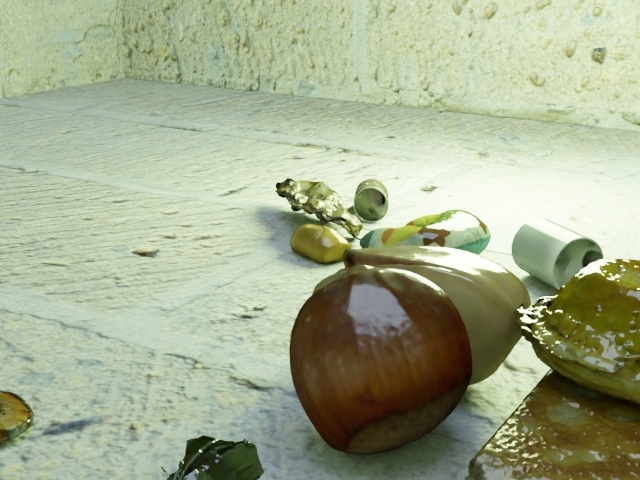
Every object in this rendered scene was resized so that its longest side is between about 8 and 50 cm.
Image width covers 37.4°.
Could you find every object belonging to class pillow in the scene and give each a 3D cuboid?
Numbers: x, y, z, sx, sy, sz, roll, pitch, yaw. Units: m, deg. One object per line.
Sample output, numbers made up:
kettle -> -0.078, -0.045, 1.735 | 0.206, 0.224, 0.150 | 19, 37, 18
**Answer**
pillow -> 0.188, -0.002, 1.698 | 0.233, 0.086, 0.214 | -17, 14, -37

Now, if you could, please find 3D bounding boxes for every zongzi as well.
zongzi -> -0.135, 0.237, 0.967 | 0.119, 0.055, 0.109 | 1, 15, 42

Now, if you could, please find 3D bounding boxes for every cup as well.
cup -> 0.096, -0.074, 1.949 | 0.074, 0.102, 0.099 | 39, 15, -7
cup -> 0.400, 0.038, 1.573 | 0.099, 0.136, 0.133 | -39, 26, -8

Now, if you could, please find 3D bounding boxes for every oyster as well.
oyster -> -0.016, -0.078, 1.873 | 0.128, 0.079, 0.345 | 13, 11, -26

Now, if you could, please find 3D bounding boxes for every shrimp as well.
shrimp -> -0.433, 0.199, 1.086 | 0.195, 0.035, 0.148 | 0, 19, -25

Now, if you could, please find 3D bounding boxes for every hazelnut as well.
hazelnut -> 0.068, 0.129, 1.055 | 0.214, 0.214, 0.176 | -11, -5, -33

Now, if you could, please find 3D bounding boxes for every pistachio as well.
pistachio -> 0.130, 0.086, 1.231 | 0.299, 0.188, 0.187 | 11, 20, 33

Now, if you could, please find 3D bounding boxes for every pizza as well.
pizza -> 0.301, 0.234, 0.931 | 0.257, 0.087, 0.268 | 14, 23, 31

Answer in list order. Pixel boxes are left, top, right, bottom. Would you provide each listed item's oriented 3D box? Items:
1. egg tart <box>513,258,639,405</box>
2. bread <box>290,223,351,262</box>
egg tart -> 0.370, 0.090, 1.062 | 0.294, 0.116, 0.295 | 6, 18, -2
bread -> 0.000, 0.000, 1.703 | 0.082, 0.056, 0.115 | -12, 22, -33
